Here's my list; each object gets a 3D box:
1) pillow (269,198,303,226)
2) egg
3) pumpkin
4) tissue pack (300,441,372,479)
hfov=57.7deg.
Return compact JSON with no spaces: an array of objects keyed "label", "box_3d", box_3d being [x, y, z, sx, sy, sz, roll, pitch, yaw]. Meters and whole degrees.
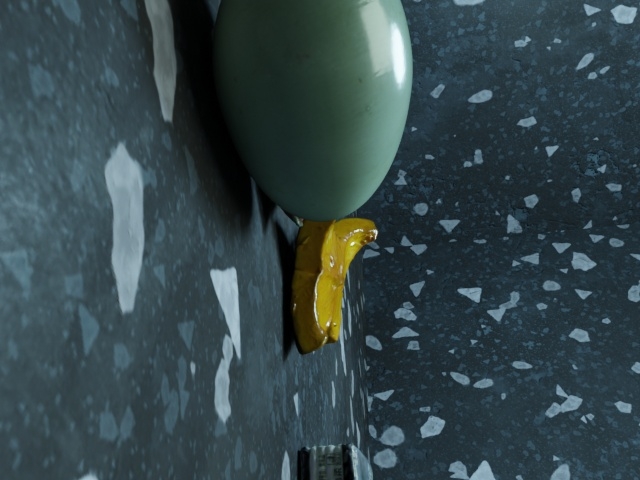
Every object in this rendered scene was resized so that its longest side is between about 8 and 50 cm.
[{"label":"pillow","box_3d":[-0.049,-0.125,0.932,0.179,0.075,0.171,-75,158,-70]},{"label":"egg","box_3d":[-0.007,-0.173,0.697,0.370,0.230,0.229,87,3,-48]},{"label":"pumpkin","box_3d":[0.019,0.069,1.067,0.290,0.095,0.258,16,80,-71]},{"label":"tissue pack","box_3d":[0.040,0.542,0.968,0.259,0.122,0.361,76,9,-60]}]
